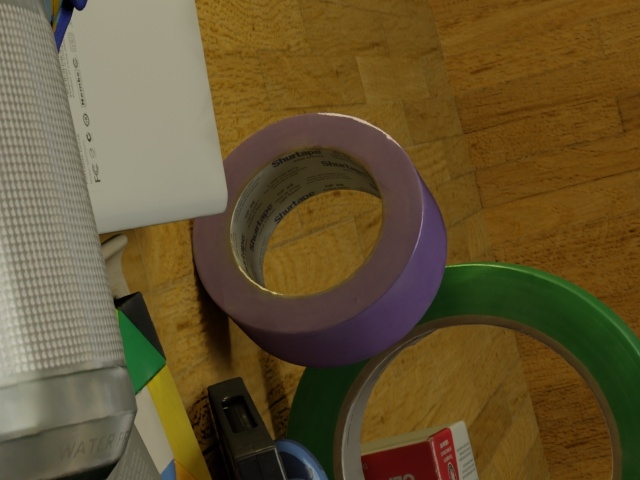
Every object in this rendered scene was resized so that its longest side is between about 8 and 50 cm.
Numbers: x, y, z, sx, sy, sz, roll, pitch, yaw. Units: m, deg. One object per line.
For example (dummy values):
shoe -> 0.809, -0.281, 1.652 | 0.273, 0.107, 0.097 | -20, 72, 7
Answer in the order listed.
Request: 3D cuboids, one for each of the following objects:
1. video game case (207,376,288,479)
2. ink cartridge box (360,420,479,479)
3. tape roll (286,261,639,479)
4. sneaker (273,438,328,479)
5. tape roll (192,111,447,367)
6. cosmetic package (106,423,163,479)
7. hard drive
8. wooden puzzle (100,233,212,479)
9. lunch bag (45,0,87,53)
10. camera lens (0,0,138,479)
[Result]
video game case -> -0.019, 0.249, 1.324 | 0.248, 0.035, 0.275 | -139, -147, -80
ink cartridge box -> 0.099, 0.316, 1.739 | 0.197, 0.114, 0.273 | 4, 72, -77
tape roll -> 0.134, 0.178, 1.574 | 0.077, 0.321, 0.321 | 0, 77, -76
sneaker -> -0.017, 0.227, 1.487 | 0.059, 0.053, 0.144 | -14, 89, -75
tape roll -> 0.000, 0.000, 1.491 | 0.080, 0.189, 0.189 | 50, 29, -60
cosmetic package -> -0.156, 0.108, 0.866 | 0.107, 0.127, 0.238 | -77, 153, -57
hard drive -> -0.147, -0.106, 1.224 | 0.307, 0.040, 0.203 | -13, 94, -72
wooden puzzle -> -0.119, 0.126, 1.182 | 0.221, 0.044, 0.239 | -47, 123, -75
lunch bag -> -0.169, -0.203, 0.897 | 0.293, 0.138, 0.221 | -67, 158, -50
camera lens -> -0.191, -0.019, 0.641 | 0.219, 0.219, 0.274 | 4, 72, -76
